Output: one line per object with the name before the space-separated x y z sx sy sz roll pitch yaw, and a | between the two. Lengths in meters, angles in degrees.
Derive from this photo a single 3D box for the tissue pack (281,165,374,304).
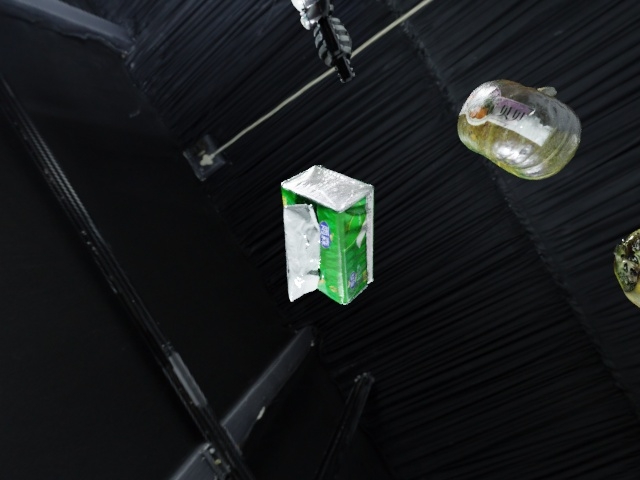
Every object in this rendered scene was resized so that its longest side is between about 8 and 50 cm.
tissue pack | 0.001 0.002 0.725 0.156 0.148 0.209 -35 -44 -35

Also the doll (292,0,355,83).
doll | 0.001 -0.369 0.667 0.091 0.067 0.219 -79 -34 -63

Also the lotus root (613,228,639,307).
lotus root | 0.627 0.040 0.778 0.204 0.077 0.183 -66 -17 -48

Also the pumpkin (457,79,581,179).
pumpkin | 0.433 -0.252 0.875 0.260 0.189 0.260 29 -161 -11
